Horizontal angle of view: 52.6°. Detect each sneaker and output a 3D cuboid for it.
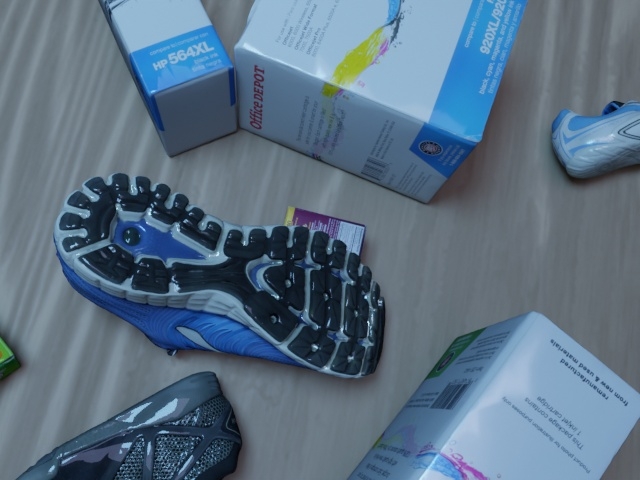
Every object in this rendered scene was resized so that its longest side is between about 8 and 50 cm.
[{"bbox_3d":[0.376,-0.124,0.731,0.237,0.085,0.086,-6,69,-11],"label":"sneaker"},{"bbox_3d":[-0.170,0.224,0.574,0.227,0.087,0.130,-26,73,-18],"label":"sneaker"},{"bbox_3d":[-0.086,0.048,0.616,0.330,0.147,0.130,24,62,-19],"label":"sneaker"}]

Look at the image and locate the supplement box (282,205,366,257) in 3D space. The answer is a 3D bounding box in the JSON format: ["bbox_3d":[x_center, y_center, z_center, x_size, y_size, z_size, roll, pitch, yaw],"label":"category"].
[{"bbox_3d":[0.000,0.000,0.668,0.083,0.055,0.043,14,74,-4],"label":"supplement box"}]

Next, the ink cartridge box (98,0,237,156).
[{"bbox_3d":[-0.163,-0.211,0.655,0.086,0.148,0.203,-23,80,-11],"label":"ink cartridge box"}]

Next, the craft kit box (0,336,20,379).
[{"bbox_3d":[-0.449,0.088,0.568,0.246,0.061,0.250,-38,82,-25],"label":"craft kit box"}]

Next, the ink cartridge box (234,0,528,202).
[{"bbox_3d":[0.050,-0.177,0.659,0.232,0.171,0.168,22,74,-1],"label":"ink cartridge box"}]

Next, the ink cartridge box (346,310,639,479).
[{"bbox_3d":[0.109,0.211,0.549,0.117,0.201,0.278,40,75,5],"label":"ink cartridge box"}]
